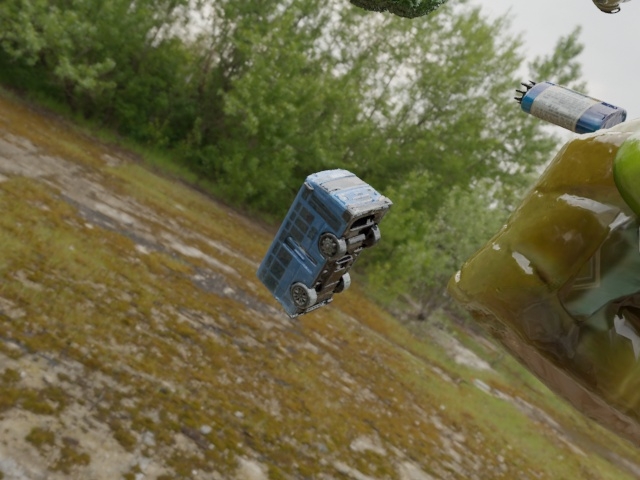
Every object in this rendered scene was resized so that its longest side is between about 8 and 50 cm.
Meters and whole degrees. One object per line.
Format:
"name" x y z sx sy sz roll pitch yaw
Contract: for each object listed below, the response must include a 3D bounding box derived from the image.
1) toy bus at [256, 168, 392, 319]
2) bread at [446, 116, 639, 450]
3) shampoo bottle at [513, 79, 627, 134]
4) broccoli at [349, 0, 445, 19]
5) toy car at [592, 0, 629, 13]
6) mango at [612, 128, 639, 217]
"toy bus" 0.000 0.000 1.038 0.116 0.234 0.133 -16 54 -47
"bread" 0.342 0.024 0.682 0.300 0.341 0.210 46 14 21
"shampoo bottle" 0.408 -0.223 1.087 0.183 0.087 0.050 38 -33 41
"broccoli" 0.113 -0.482 1.025 0.241 0.261 0.269 -18 -74 49
"toy car" 0.766 -0.737 1.528 0.242 0.336 0.226 64 22 8
"mango" 0.285 -0.046 0.502 0.163 0.089 0.117 18 31 -51
